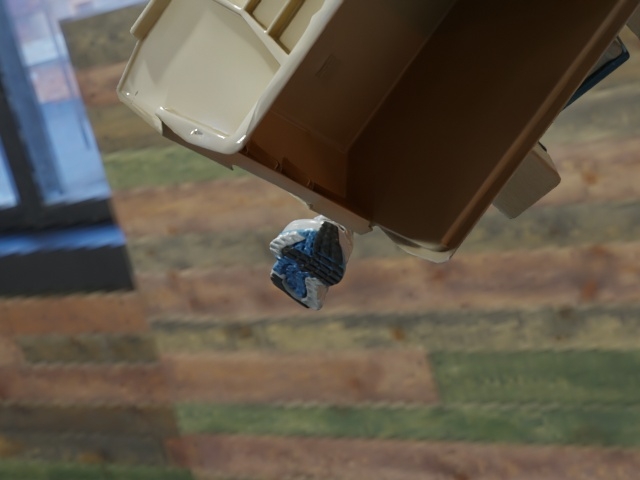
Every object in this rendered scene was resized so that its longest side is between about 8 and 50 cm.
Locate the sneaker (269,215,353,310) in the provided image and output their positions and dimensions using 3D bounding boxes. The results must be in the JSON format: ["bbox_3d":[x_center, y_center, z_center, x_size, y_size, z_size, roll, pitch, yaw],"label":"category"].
[{"bbox_3d":[0.000,0.000,1.448,0.083,0.071,0.190,-57,0,-15],"label":"sneaker"}]

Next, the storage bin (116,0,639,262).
[{"bbox_3d":[0.045,-0.134,0.985,0.123,0.260,0.262,40,8,33],"label":"storage bin"}]

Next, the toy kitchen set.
[{"bbox_3d":[0.170,-0.156,1.219,0.207,0.122,0.166,-38,38,19],"label":"toy kitchen set"}]
